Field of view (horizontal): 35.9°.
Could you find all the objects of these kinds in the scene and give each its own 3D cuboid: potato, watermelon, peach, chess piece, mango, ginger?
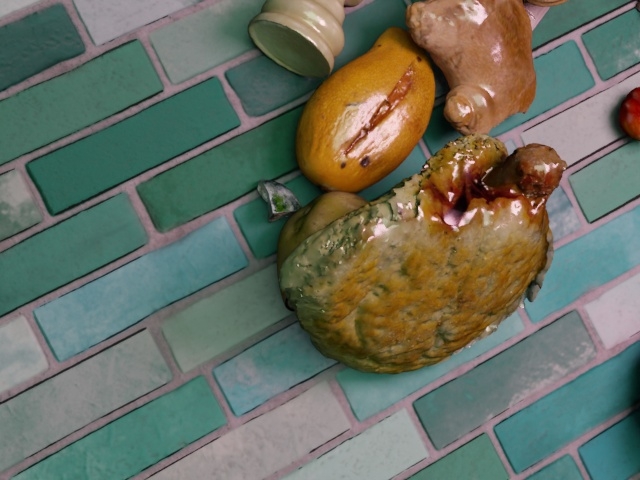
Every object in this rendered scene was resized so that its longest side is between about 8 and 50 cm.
[{"bbox_3d":[0.000,0.000,1.486,0.202,0.182,0.117,-45,71,9],"label":"potato"},{"bbox_3d":[-0.072,-0.057,1.528,0.085,0.085,0.061,28,110,-8],"label":"watermelon"},{"bbox_3d":[0.546,-0.210,1.633,0.100,0.101,0.101,1,86,-12],"label":"peach"},{"bbox_3d":[0.010,-0.393,1.524,0.144,0.144,0.251,31,75,-8],"label":"chess piece"},{"bbox_3d":[0.079,-0.200,1.524,0.177,0.120,0.295,39,79,-8],"label":"mango"},{"bbox_3d":[0.237,-0.280,1.530,0.275,0.130,0.221,34,77,-27],"label":"ginger"}]

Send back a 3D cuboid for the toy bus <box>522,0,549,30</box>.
[{"bbox_3d":[0.345,-0.387,1.616,0.060,0.075,0.123,38,80,-6],"label":"toy bus"}]

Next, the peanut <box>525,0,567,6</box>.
[{"bbox_3d":[0.317,-0.531,1.548,0.192,0.169,0.387,-20,64,18],"label":"peanut"}]

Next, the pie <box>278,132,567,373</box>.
[{"bbox_3d":[0.137,0.039,1.424,0.418,0.395,0.180,-24,54,-13],"label":"pie"}]

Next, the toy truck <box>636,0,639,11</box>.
[{"bbox_3d":[0.571,-0.423,1.678,0.062,0.052,0.123,-23,92,-17],"label":"toy truck"}]
